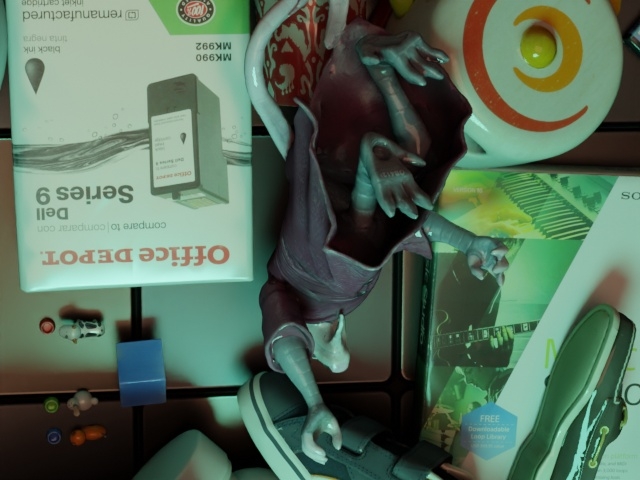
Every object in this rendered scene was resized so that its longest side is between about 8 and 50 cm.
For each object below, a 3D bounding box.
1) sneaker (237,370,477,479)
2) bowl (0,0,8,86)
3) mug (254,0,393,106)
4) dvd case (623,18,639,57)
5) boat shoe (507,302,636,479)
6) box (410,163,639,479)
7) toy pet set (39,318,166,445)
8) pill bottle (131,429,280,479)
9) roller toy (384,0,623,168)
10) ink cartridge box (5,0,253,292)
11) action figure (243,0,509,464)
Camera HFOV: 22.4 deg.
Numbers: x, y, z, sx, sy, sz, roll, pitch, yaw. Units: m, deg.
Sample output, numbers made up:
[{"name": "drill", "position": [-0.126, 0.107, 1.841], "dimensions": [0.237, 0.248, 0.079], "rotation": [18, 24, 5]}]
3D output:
[{"name": "sneaker", "position": [0.064, 0.225, 1.482], "dimensions": [0.127, 0.126, 0.321], "rotation": [-43, 81, 18]}, {"name": "bowl", "position": [-0.376, -0.163, 1.354], "dimensions": [0.298, 0.134, 0.297], "rotation": [0, 89, 16]}, {"name": "mug", "position": [0.009, -0.211, 1.443], "dimensions": [0.150, 0.113, 0.169], "rotation": [-3, 104, -6]}, {"name": "dvd case", "position": [0.436, -0.227, 1.548], "dimensions": [0.180, 0.022, 0.253], "rotation": [41, 92, -14]}, {"name": "boat shoe", "position": [0.245, 0.168, 1.507], "dimensions": [0.069, 0.081, 0.227], "rotation": [18, 105, -15]}, {"name": "box", "position": [0.211, 0.086, 1.551], "dimensions": [0.232, 0.058, 0.322], "rotation": [1, 100, -9]}, {"name": "toy pet set", "position": [-0.201, 0.134, 1.493], "dimensions": [0.114, 0.065, 0.122], "rotation": [-5, 101, -8]}, {"name": "pill bottle", "position": [-0.049, 0.319, 1.498], "dimensions": [0.169, 0.169, 0.301], "rotation": [-45, 103, 1]}, {"name": "roller toy", "position": [0.165, -0.162, 1.433], "dimensions": [0.209, 0.146, 0.191], "rotation": [3, 87, -23]}, {"name": "ink cartridge box", "position": [-0.165, -0.106, 1.426], "dimensions": [0.211, 0.121, 0.289], "rotation": [-3, 101, -8]}, {"name": "action figure", "position": [0.000, 0.000, 1.390], "dimensions": [0.276, 0.370, 0.248], "rotation": [42, 59, 11]}]
